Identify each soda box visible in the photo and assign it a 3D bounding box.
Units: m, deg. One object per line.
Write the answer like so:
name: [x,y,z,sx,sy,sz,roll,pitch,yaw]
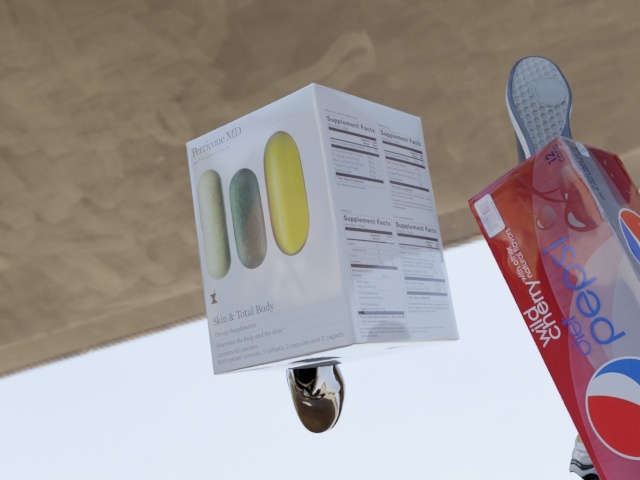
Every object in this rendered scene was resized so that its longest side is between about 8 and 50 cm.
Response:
soda box: [0.198,0.067,0.540,0.092,0.263,0.083,7,-35,-47]

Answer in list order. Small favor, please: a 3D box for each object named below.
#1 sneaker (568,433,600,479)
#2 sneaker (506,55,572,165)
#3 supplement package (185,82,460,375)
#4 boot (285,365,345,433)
sneaker: [0.233,0.189,0.706,0.083,0.037,0.032,29,-10,-34]
sneaker: [0.276,-0.110,1.103,0.086,0.226,0.163,-2,-25,-2]
supplement package: [0.000,0.000,0.933,0.199,0.263,0.198,-18,-15,38]
boot: [-0.021,0.243,1.476,0.112,0.115,0.305,7,-54,13]
